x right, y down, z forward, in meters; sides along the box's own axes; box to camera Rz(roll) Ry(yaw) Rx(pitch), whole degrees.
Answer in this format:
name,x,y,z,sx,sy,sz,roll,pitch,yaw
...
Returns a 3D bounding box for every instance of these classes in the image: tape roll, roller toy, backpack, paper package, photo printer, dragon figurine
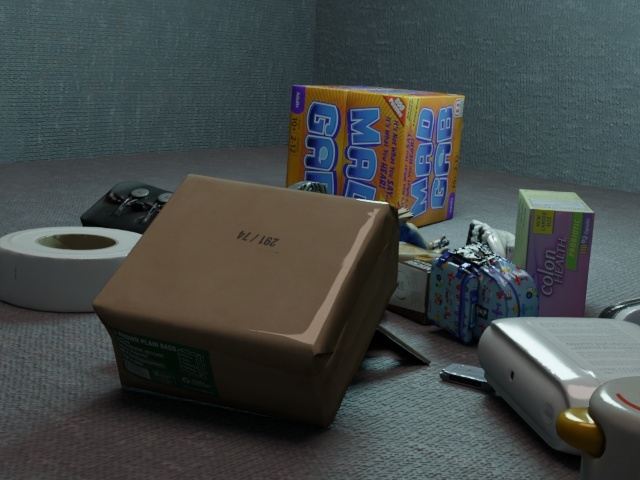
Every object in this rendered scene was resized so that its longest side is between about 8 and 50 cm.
name,x,y,z,sx,sy,sz,roll,pitch,yaw
tape roll,-0.448,0.048,1.827,0.286,0.100,0.286,4,12,-1
roller toy,0.380,0.228,1.073,0.191,0.146,0.209,-6,14,-40
backpack,0.277,0.102,1.669,0.117,0.158,0.173,-15,31,-33
paper package,-0.089,0.073,1.362,0.325,0.168,0.309,10,43,19
photo printer,0.380,0.195,1.323,0.256,0.107,0.307,2,13,-13
dragon figurine,0.149,0.021,2.167,0.289,0.144,0.085,-18,17,-8

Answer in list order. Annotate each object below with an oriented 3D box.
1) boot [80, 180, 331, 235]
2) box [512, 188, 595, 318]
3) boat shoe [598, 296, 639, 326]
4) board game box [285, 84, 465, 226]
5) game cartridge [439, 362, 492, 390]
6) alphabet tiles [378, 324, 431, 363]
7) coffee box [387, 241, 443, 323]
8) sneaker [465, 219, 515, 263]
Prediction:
name,x,y,z,sx,sy,sz,roll,pitch,yaw
boot,-0.247,-0.054,2.187,0.445,0.146,0.367,8,24,34
box,0.441,0.025,1.913,0.117,0.214,0.243,4,11,6
boat shoe,0.633,0.137,1.724,0.301,0.108,0.102,-6,14,-9
board game box,0.152,-0.240,2.766,0.356,0.356,0.356,11,13,31
game cartridge,0.226,0.202,1.480,0.083,0.017,0.056,11,17,31
alphabet tiles,0.056,0.113,1.610,0.198,0.009,0.237,36,-3,-24
coffee box,0.175,0.075,1.878,0.141,0.098,0.246,-4,14,-32
sneaker,0.397,0.019,2.232,0.118,0.110,0.292,13,12,1
